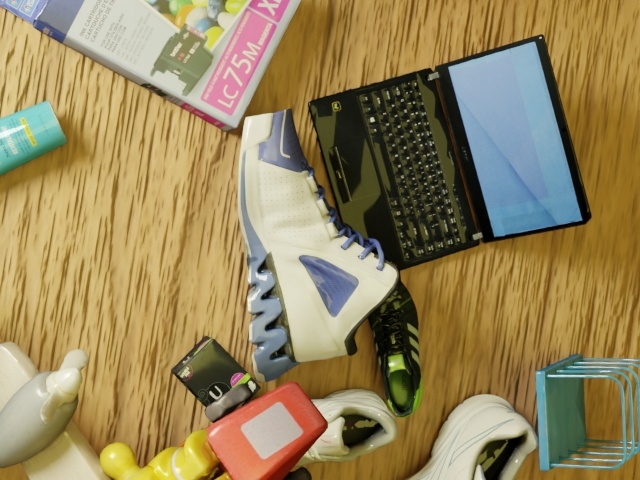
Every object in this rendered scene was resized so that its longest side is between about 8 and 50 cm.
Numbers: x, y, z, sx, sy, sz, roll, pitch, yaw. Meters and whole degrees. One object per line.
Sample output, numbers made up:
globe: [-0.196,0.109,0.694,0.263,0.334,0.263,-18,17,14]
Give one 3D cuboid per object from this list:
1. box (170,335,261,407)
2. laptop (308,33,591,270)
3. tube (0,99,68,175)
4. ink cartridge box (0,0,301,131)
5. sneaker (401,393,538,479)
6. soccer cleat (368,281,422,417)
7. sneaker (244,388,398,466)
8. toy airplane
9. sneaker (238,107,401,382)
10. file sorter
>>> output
box: [-0.123,0.162,1.487,0.062,0.052,0.083,-44,100,-12]
laptop: [0.152,-0.094,1.518,0.264,0.136,0.234,-17,94,-15]
tube: [-0.388,-0.092,1.419,0.207,0.052,0.080,-26,88,-7]
ink cartridge box: [-0.195,-0.279,1.461,0.311,0.065,0.185,28,83,-12]
sneaker: [0.151,0.316,1.526,0.111,0.129,0.297,36,82,-14]
soccer cleat: [0.092,0.126,1.527,0.060,0.072,0.178,-10,97,7]
sneaker: [-0.017,0.225,1.484,0.232,0.115,0.090,-13,94,-15]
toy airplane: [-0.207,0.313,1.327,0.386,0.272,0.384,9,87,9]
sneaker: [0.000,0.001,1.470,0.182,0.127,0.315,-5,99,-2]
file sorter: [0.338,0.206,1.541,0.105,0.170,0.118,-3,91,27]
